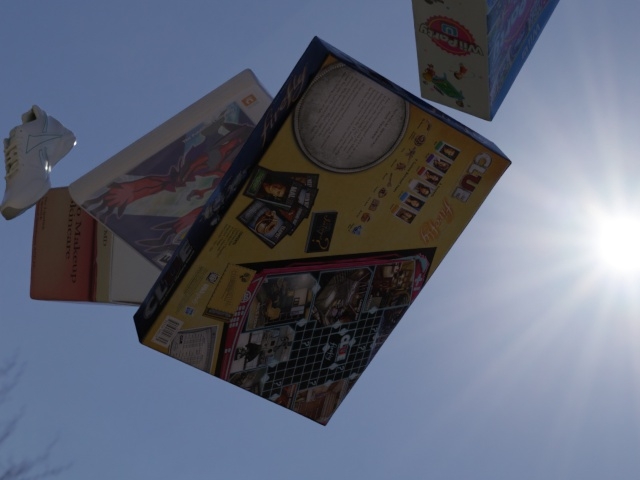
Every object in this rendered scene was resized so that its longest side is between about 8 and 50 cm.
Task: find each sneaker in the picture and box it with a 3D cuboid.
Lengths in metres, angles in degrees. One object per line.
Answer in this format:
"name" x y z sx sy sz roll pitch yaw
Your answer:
"sneaker" -0.298 -0.078 1.390 0.054 0.152 0.061 -27 -60 28

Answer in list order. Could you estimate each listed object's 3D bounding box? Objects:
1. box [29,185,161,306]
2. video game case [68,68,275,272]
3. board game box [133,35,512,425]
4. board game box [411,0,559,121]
"box" -0.254 0.008 1.717 0.232 0.127 0.148 -2 -97 55
"video game case" -0.109 -0.058 1.312 0.183 0.201 0.023 46 14 -56
"board game box" 0.000 0.000 0.983 0.165 0.042 0.243 28 -75 -25
"board game box" 0.184 -0.312 1.487 0.097 0.224 0.303 21 -26 20
